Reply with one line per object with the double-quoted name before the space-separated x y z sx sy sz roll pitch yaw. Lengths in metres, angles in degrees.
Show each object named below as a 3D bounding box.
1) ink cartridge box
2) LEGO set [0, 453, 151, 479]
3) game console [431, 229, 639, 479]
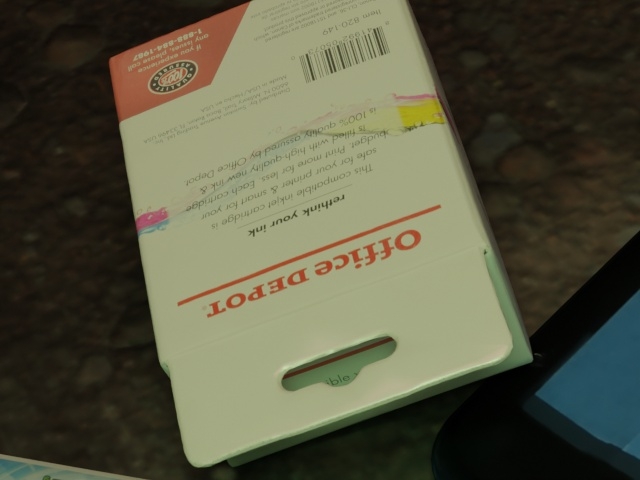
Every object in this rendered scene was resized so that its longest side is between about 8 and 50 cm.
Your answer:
"ink cartridge box" 0.000 0.000 0.667 0.115 0.067 0.198 -20 46 7
"LEGO set" -0.012 0.129 0.537 0.244 0.060 0.182 10 35 6
"game console" 0.210 0.000 0.581 0.173 0.250 0.293 44 64 8
